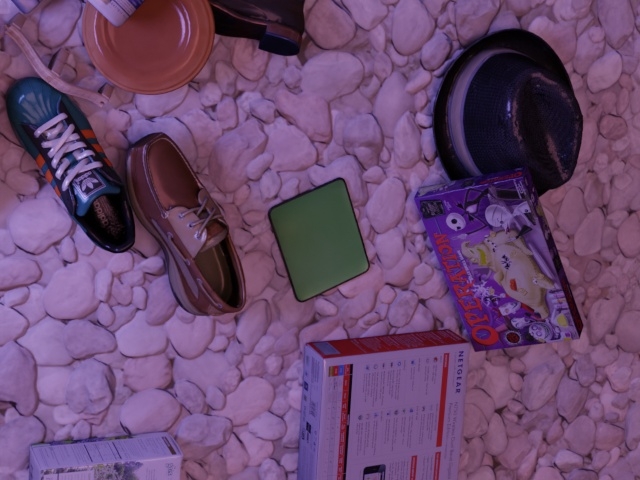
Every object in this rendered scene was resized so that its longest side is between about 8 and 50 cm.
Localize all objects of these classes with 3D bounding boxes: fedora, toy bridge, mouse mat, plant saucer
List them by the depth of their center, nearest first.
[{"bbox_3d":[-0.391,-0.258,1.661,0.026,0.063,0.188,-31,125,34],"label":"toy bridge"},{"bbox_3d":[-0.259,-0.317,1.681,0.200,0.037,0.200,-1,100,-3],"label":"plant saucer"},{"bbox_3d":[0.000,0.000,1.949,0.153,0.007,0.189,-24,115,-17],"label":"mouse mat"},{"bbox_3d":[0.360,-0.201,1.976,0.334,0.152,0.334,-7,107,-23],"label":"fedora"}]

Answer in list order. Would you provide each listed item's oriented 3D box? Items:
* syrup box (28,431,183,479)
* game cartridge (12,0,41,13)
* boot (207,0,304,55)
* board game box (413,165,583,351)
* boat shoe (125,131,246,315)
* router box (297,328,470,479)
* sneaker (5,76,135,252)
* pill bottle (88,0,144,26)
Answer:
[{"bbox_3d":[-0.352,0.385,1.844,0.237,0.096,0.093,-2,107,-25],"label":"syrup box"},{"bbox_3d":[-0.368,-0.526,1.600,0.355,0.068,0.230,-44,114,-8],"label":"game cartridge"},{"bbox_3d":[-0.123,-0.376,1.762,0.219,0.082,0.106,21,69,-18],"label":"boot"},{"bbox_3d":[0.322,0.042,2.015,0.346,0.208,0.056,65,35,-24],"label":"board game box"},{"bbox_3d":[-0.196,-0.021,1.772,0.122,0.120,0.324,-42,124,-35],"label":"boat shoe"},{"bbox_3d":[0.114,0.344,2.057,0.301,0.082,0.335,-3,106,-24],"label":"router box"},{"bbox_3d":[-0.360,-0.110,1.684,0.108,0.121,0.302,-36,116,-12],"label":"sneaker"},{"bbox_3d":[-0.265,-0.406,1.592,0.186,0.112,0.112,-46,118,1],"label":"pill bottle"}]
